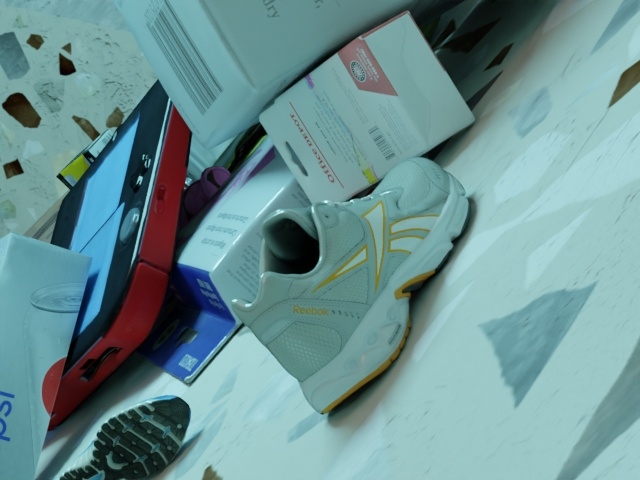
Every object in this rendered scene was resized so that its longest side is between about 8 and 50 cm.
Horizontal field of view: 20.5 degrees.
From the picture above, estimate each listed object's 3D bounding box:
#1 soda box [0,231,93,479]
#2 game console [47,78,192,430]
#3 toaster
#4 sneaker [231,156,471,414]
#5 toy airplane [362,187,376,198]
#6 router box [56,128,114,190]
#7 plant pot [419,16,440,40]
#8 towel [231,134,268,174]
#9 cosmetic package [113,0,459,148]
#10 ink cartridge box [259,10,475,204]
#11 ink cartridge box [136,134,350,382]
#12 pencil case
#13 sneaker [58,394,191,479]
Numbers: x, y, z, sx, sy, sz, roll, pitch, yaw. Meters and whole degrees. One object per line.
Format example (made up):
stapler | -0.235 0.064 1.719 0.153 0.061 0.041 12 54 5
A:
soda box | -0.330 0.143 1.875 0.091 0.098 0.286 -22 51 65
game console | -0.248 0.012 1.993 0.386 0.060 0.342 -42 37 51
toaster | -0.137 -0.176 2.332 0.227 0.146 0.129 -51 -4 -17
sneaker | 0.022 0.000 1.282 0.099 0.121 0.262 -37 15 37
toy airplane | 0.000 0.000 1.594 0.151 0.028 0.151 -43 11 11
router box | -0.241 -0.050 2.256 0.046 0.179 0.133 -50 11 -27
plant pot | 0.006 -0.287 2.052 0.275 0.275 0.293 -50 28 -16
towel | -0.072 -0.086 2.179 0.102 0.021 0.237 -53 12 -6
cosmetic package | -0.011 -0.341 1.722 0.393 0.327 0.329 -31 0 -14
ink cartridge box | 0.036 -0.110 1.587 0.067 0.115 0.198 -33 2 -34
ink cartridge box | -0.076 -0.012 1.817 0.330 0.071 0.324 -48 12 -9
pencil case | -0.167 -0.002 2.065 0.209 0.095 0.098 -38 -2 29
sneaker | -0.166 0.172 1.535 0.162 0.063 0.073 -38 11 36
